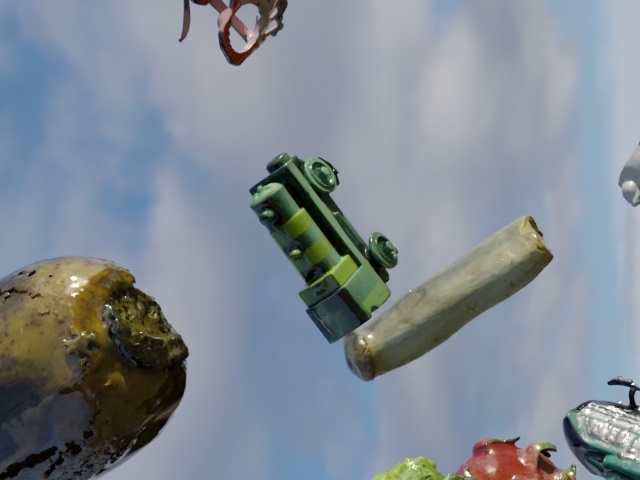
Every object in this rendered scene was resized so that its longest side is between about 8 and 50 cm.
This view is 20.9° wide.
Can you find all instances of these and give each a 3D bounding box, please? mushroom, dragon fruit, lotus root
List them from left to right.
[{"bbox_3d":[-0.262,0.140,1.510,0.179,0.397,0.196,-15,-103,-48],"label":"lotus root"},{"bbox_3d":[0.164,0.083,2.269,0.081,0.312,0.100,52,-171,-31],"label":"mushroom"},{"bbox_3d":[0.171,0.289,1.862,0.135,0.236,0.137,65,156,21],"label":"dragon fruit"}]

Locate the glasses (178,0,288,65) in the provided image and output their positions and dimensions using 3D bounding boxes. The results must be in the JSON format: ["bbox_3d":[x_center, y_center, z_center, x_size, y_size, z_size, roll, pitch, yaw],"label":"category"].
[{"bbox_3d":[-0.109,-0.311,1.984,0.162,0.095,0.255,-54,-32,-18],"label":"glasses"}]

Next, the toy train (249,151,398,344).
[{"bbox_3d":[-0.001,0.000,1.877,0.200,0.083,0.132,50,-148,-5],"label":"toy train"}]

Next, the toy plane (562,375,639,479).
[{"bbox_3d":[0.415,0.283,2.087,0.155,0.381,0.106,-49,-41,-25],"label":"toy plane"}]

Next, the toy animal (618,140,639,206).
[{"bbox_3d":[0.406,-0.033,1.842,0.127,0.181,0.131,-54,-17,-15],"label":"toy animal"}]

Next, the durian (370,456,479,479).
[{"bbox_3d":[0.085,0.270,1.604,0.375,0.106,0.132,-7,-85,-69],"label":"durian"}]
